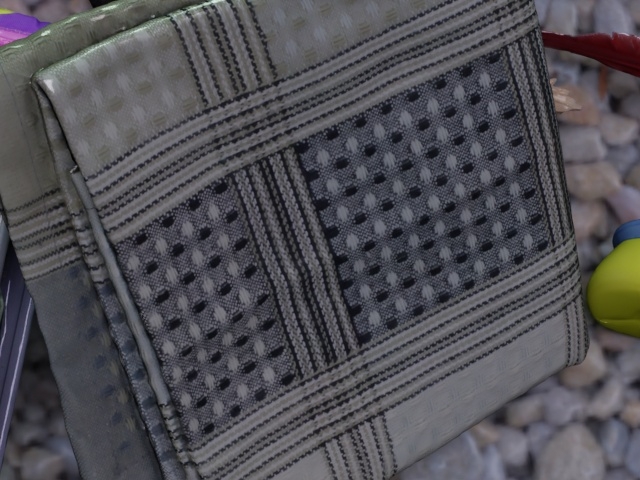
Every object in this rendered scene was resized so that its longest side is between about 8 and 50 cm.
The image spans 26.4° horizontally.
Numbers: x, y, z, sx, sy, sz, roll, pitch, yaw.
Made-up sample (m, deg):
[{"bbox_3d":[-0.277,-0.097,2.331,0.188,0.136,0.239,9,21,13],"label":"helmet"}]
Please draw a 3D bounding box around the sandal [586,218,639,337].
[{"bbox_3d":[0.328,0.013,0.843,0.317,0.126,0.138,15,71,-7],"label":"sandal"}]

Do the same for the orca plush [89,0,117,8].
[{"bbox_3d":[-0.069,-0.197,0.830,0.287,0.102,0.151,31,74,-1],"label":"orca plush"}]

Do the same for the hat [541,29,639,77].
[{"bbox_3d":[0.251,-0.094,0.891,0.183,0.173,0.208,-30,90,22],"label":"hat"}]

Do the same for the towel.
[{"bbox_3d":[0.000,0.000,0.724,0.324,0.056,0.312,-25,119,-20],"label":"towel"}]

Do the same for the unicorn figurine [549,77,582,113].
[{"bbox_3d":[0.074,-0.072,0.853,0.162,0.060,0.111,-25,68,-29],"label":"unicorn figurine"}]

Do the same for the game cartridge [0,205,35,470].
[{"bbox_3d":[-0.265,0.099,0.703,0.230,0.068,0.355,2,74,26],"label":"game cartridge"}]

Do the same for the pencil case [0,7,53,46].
[{"bbox_3d":[-0.123,-0.076,0.785,0.236,0.104,0.104,14,75,1],"label":"pencil case"}]
